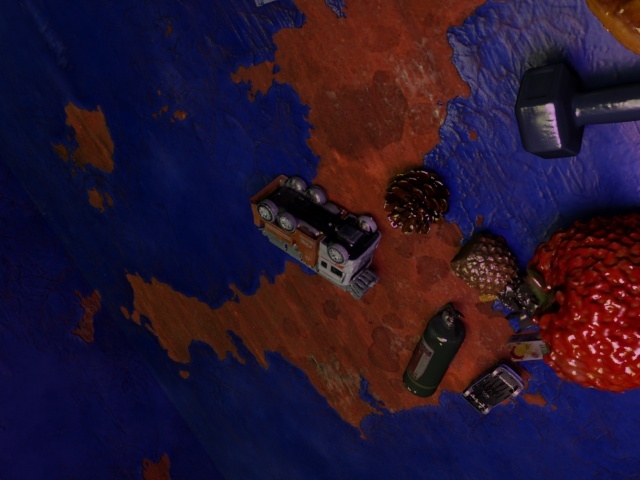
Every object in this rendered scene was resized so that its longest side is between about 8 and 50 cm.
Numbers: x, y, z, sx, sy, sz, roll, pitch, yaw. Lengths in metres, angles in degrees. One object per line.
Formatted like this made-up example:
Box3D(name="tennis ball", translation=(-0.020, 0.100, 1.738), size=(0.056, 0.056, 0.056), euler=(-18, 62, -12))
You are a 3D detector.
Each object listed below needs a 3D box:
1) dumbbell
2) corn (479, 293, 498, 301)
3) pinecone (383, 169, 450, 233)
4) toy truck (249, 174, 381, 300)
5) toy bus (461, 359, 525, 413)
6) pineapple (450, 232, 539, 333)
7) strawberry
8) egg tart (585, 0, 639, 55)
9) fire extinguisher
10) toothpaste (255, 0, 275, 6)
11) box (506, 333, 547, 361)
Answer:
Box3D(name="dumbbell", translation=(0.466, -0.206, 0.900), size=(0.325, 0.160, 0.144), euler=(1, 90, 38))
Box3D(name="corn", translation=(0.371, 0.111, 1.275), size=(0.083, 0.028, 0.027), euler=(-29, 78, 46))
Box3D(name="pinecone", translation=(0.193, -0.071, 1.226), size=(0.140, 0.120, 0.140), euler=(20, 136, 20))
Box3D(name="toy truck", translation=(0.000, 0.000, 1.423), size=(0.338, 0.133, 0.184), euler=(32, 144, 21))
Box3D(name="toy bus", translation=(0.395, 0.325, 1.371), size=(0.073, 0.076, 0.167), euler=(43, 138, 8))
Box3D(name="pineapple", translation=(0.378, 0.097, 1.197), size=(0.251, 0.125, 0.125), euler=(40, 135, 7))
Box3D(name="strawberry", translation=(0.524, 0.094, 0.977), size=(0.351, 0.312, 0.267), euler=(-22, 125, 26))
Box3D(name="egg tart", translation=(0.497, -0.391, 0.738), size=(0.352, 0.153, 0.339), euler=(-18, 97, 38))
Box3D(name="fire extinguisher", translation=(0.271, 0.243, 1.401), size=(0.093, 0.118, 0.294), euler=(7, 131, -8))
Box3D(name="toothpaste", translation=(-0.131, -0.598, 1.164), size=(0.066, 0.053, 0.272), euler=(0, 118, 38))
Box3D(name="box", translation=(0.487, 0.215, 1.247), size=(0.207, 0.041, 0.049), euler=(-17, 104, 43))
